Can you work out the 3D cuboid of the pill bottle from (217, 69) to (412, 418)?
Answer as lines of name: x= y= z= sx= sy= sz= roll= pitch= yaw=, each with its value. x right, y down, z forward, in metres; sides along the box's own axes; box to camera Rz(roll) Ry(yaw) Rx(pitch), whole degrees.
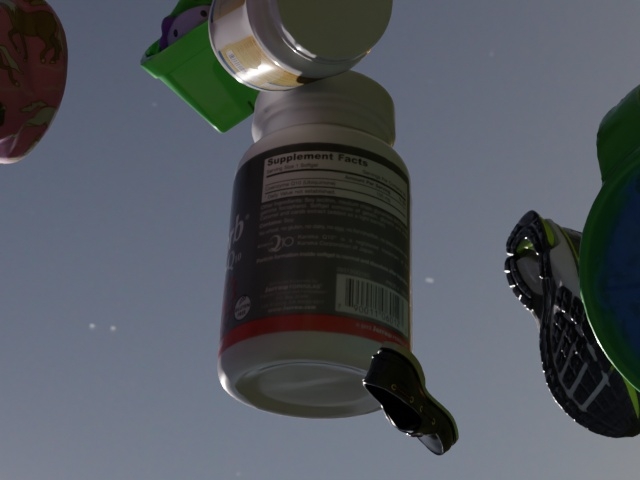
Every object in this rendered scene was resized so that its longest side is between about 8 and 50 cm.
pill bottle: x=0.000 y=0.000 z=1.233 sx=0.210 sy=0.210 sz=0.363 roll=53 pitch=-146 yaw=-54

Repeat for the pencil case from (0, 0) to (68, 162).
pencil case: x=-0.371 y=-0.149 z=0.841 sx=0.167 sy=0.160 sz=0.386 roll=-58 pitch=-24 yaw=16

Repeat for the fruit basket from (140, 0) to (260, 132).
fruit basket: x=-0.142 y=-0.408 z=1.708 sx=0.283 sy=0.392 sz=0.392 roll=-113 pitch=23 yaw=-72

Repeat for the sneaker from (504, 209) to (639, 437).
sneaker: x=0.299 y=0.083 z=1.171 sx=0.300 sy=0.121 sz=0.111 roll=-101 pitch=24 yaw=-45

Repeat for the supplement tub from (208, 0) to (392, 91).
supplement tub: x=-0.023 y=-0.233 z=1.124 sx=0.144 sy=0.199 sz=0.144 roll=-1 pitch=-88 yaw=-22

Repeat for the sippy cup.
sippy cup: x=0.362 y=0.013 z=0.875 sx=0.224 sy=0.240 sz=0.306 roll=-13 pitch=-81 yaw=-49

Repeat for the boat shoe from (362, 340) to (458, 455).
boat shoe: x=0.071 y=0.135 z=0.872 sx=0.042 sy=0.049 sz=0.133 roll=-57 pitch=-43 yaw=-26
